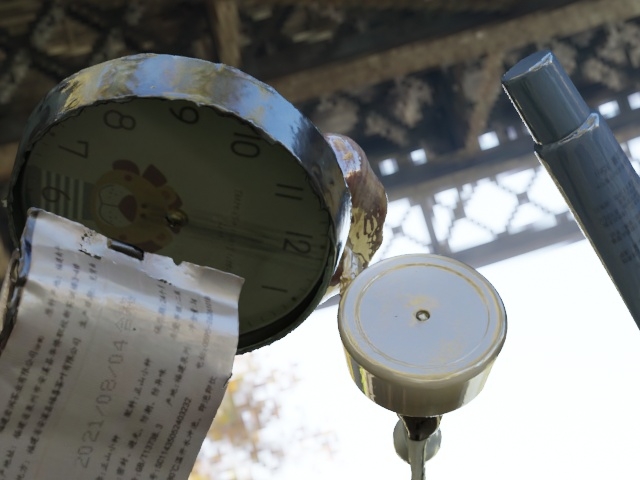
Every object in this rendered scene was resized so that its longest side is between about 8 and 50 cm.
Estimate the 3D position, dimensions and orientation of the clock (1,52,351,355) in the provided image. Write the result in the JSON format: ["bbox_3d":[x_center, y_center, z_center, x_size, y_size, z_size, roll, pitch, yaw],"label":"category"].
[{"bbox_3d":[-0.129,-0.021,1.513,0.312,0.061,0.313,5,-51,6],"label":"clock"}]

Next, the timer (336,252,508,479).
[{"bbox_3d":[0.104,0.161,1.823,0.175,0.175,0.266,-12,-40,-10],"label":"timer"}]

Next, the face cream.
[{"bbox_3d":[0.335,-0.047,1.977,0.135,0.385,0.086,-44,19,-31],"label":"face cream"}]

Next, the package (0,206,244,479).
[{"bbox_3d":[-0.181,0.118,1.375,0.204,0.251,0.062,21,-11,-24],"label":"package"}]

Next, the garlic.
[{"bbox_3d":[0.000,0.000,2.250,0.245,0.253,0.245,-15,-54,-22],"label":"garlic"}]
